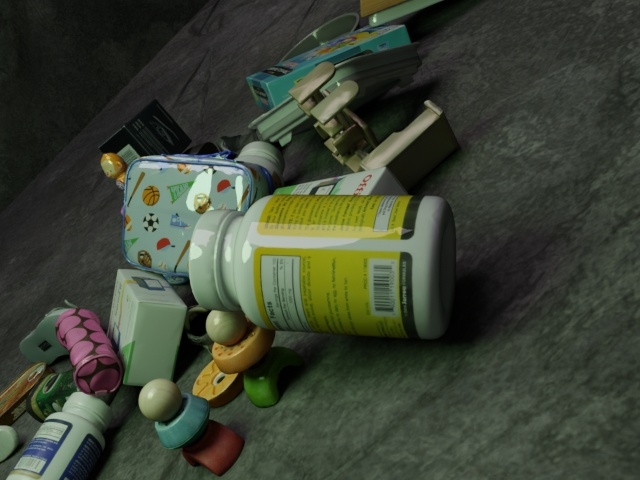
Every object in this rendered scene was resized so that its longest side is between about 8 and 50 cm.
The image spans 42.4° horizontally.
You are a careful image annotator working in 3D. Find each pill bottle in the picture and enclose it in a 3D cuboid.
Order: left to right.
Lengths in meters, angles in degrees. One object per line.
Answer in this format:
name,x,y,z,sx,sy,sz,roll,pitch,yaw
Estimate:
pill bottle,-0.427,0.352,1.375,0.112,0.112,0.186,-17,33,38
pill bottle,-0.146,-0.102,1.707,0.131,0.131,0.229,-24,30,29
pill bottle,0.004,0.031,1.105,0.334,0.187,0.187,2,41,17

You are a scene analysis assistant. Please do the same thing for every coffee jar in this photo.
coffee jar,-0.477,0.292,1.572,0.184,0.079,0.096,-18,32,35

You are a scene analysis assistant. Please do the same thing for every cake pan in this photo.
cake pan,-0.002,-0.512,2.259,0.293,0.054,0.293,-30,28,18

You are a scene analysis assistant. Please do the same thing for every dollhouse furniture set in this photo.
dollhouse furniture set,0.101,-0.204,1.472,0.161,0.212,0.242,-42,52,-1

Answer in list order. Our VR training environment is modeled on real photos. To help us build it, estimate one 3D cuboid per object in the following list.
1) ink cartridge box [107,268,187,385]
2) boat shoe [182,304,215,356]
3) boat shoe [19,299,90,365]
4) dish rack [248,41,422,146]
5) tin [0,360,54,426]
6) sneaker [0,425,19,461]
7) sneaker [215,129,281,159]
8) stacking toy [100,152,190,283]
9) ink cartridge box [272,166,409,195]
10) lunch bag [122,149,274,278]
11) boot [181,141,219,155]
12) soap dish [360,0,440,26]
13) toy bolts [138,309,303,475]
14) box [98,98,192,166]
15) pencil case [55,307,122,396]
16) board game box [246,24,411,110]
ink cartridge box,-0.321,0.154,1.499,0.212,0.093,0.154,-145,65,-65
boat shoe,-0.207,0.146,1.458,0.080,0.073,0.223,-45,27,-11
boat shoe,-0.549,0.193,1.795,0.306,0.113,0.105,-34,16,48
dish rack,0.039,-0.290,1.696,0.286,0.072,0.333,-24,-2,-42
tin,-0.655,0.341,1.780,0.190,0.040,0.106,-44,30,-10
sneaker,-0.678,0.407,1.669,0.212,0.080,0.094,-28,17,26
sneaker,-0.166,-0.231,1.996,0.130,0.087,0.227,-44,29,-13
stacking toy,-0.343,-0.065,1.708,0.175,0.302,0.165,-9,38,52
ink cartridge box,0.000,0.000,1.370,0.278,0.117,0.201,-7,40,47
lunch bag,-0.226,-0.050,1.547,0.304,0.243,0.115,7,3,24
boot,-0.433,-0.150,2.201,0.281,0.096,0.264,-16,35,41
soap dish,0.224,-0.619,1.968,0.291,0.118,0.229,-19,18,10
toy bolts,-0.178,0.208,1.224,0.218,0.158,0.228,-8,40,47
box,-0.447,-0.248,2.125,0.108,0.153,0.207,-33,15,27
pencil case,-0.410,0.200,1.462,0.209,0.095,0.098,-142,57,-60
board game box,0.015,-0.400,1.901,0.336,0.079,0.254,-24,19,-8
